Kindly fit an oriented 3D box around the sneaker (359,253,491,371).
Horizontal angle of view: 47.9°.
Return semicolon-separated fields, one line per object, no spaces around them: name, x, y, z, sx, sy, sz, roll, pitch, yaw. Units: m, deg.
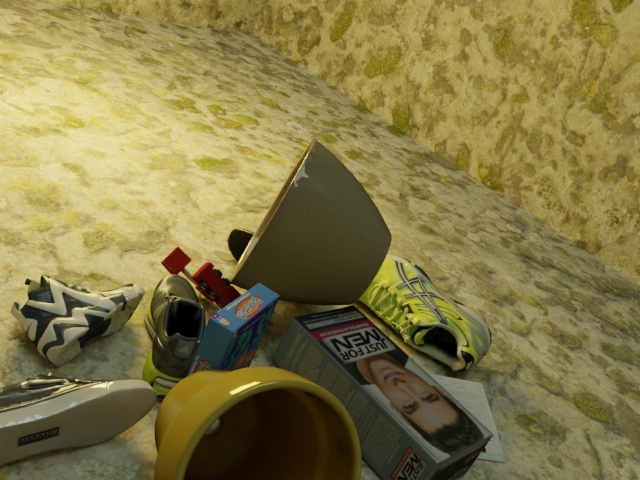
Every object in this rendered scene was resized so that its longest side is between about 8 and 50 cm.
sneaker;0.207;0.153;1.628;0.384;0.145;0.147;30;25;13

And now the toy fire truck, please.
toy fire truck;-0.221;0.092;1.419;0.192;0.047;0.135;49;-23;-13

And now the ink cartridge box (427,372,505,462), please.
ink cartridge box;0.279;0.359;1.433;0.145;0.045;0.179;14;45;-23

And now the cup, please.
cup;0.000;0.000;1.446;0.237;0.331;0.331;31;24;-7

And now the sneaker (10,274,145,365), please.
sneaker;-0.416;0.100;1.215;0.153;0.094;0.235;38;37;8

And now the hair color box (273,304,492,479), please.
hair color box;0.106;0.283;1.314;0.185;0.114;0.374;-5;39;-48

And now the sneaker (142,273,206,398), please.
sneaker;-0.243;0.140;1.262;0.111;0.121;0.300;15;26;-22

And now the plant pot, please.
plant pot;-0.111;0.278;0.956;0.253;0.254;0.239;10;1;-30

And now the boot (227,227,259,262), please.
boot;-0.085;0.036;1.671;0.236;0.085;0.178;30;21;11

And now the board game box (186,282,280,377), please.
board game box;-0.151;0.187;1.150;0.047;0.210;0.160;30;26;12

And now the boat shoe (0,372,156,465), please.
boat shoe;-0.377;0.231;0.995;0.301;0.108;0.102;-9;42;-40
